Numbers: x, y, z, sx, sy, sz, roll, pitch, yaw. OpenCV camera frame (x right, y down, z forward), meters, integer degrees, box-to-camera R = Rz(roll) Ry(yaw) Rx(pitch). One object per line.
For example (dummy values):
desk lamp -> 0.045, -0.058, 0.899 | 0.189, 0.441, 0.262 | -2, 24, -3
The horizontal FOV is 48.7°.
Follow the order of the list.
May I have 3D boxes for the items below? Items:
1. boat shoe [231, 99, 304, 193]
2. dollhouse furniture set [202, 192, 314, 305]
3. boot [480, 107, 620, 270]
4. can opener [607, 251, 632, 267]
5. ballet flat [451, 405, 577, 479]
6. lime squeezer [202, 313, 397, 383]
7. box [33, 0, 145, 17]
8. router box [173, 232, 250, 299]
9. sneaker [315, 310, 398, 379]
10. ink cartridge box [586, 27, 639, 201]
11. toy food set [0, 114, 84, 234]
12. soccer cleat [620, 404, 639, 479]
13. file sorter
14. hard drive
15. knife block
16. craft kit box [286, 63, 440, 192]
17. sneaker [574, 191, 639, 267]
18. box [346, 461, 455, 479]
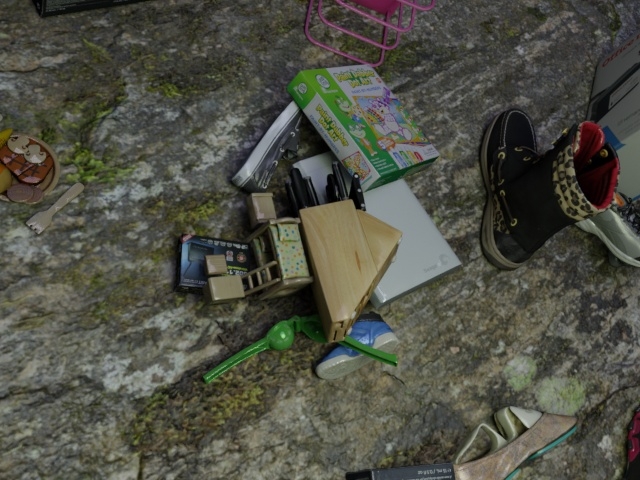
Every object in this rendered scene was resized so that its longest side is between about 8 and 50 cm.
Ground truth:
boat shoe -> -0.075, -0.171, 1.299 | 0.076, 0.080, 0.228 | 39, 59, -13
dollhouse furniture set -> -0.116, -0.001, 1.138 | 0.161, 0.101, 0.182 | -4, 72, -34
boot -> 0.448, -0.151, 1.411 | 0.138, 0.284, 0.377 | 21, 62, -16
can opener -> 0.773, 0.003, 1.623 | 0.280, 0.074, 0.093 | -15, 91, -27
ballet flat -> 0.330, 0.358, 1.247 | 0.316, 0.107, 0.106 | -23, 72, -32
lime squeezer -> -0.037, 0.176, 1.162 | 0.310, 0.059, 0.110 | -4, 61, -6
box -> -0.374, -0.507, 1.237 | 0.261, 0.184, 0.103 | -22, 80, -32
router box -> -0.179, 0.044, 1.177 | 0.122, 0.038, 0.092 | 8, 66, -22
sneaker -> 0.049, 0.176, 1.221 | 0.152, 0.058, 0.084 | -25, 53, -10
ink cartridge box -> 0.777, -0.326, 1.644 | 0.166, 0.285, 0.395 | 29, 59, -11
toy food set -> -0.474, -0.115, 1.105 | 0.192, 0.038, 0.132 | 40, 58, -5
soccer cleat -> 0.664, 0.443, 1.375 | 0.143, 0.116, 0.331 | 48, 58, -19
file sorter -> 0.114, -0.512, 1.411 | 0.202, 0.290, 0.182 | 16, 65, -19
hard drive -> 0.102, -0.042, 1.323 | 0.203, 0.040, 0.307 | -22, 71, -31
knife block -> 0.000, 0.000, 1.186 | 0.242, 0.088, 0.276 | 28, 61, 13
craft kit box -> 0.088, -0.224, 1.354 | 0.246, 0.061, 0.250 | 51, 36, 11
sneaker -> 0.647, -0.037, 1.511 | 0.100, 0.108, 0.271 | -34, 61, -30
box -> 0.137, 0.442, 1.123 | 0.156, 0.093, 0.158 | 3, 68, -24
